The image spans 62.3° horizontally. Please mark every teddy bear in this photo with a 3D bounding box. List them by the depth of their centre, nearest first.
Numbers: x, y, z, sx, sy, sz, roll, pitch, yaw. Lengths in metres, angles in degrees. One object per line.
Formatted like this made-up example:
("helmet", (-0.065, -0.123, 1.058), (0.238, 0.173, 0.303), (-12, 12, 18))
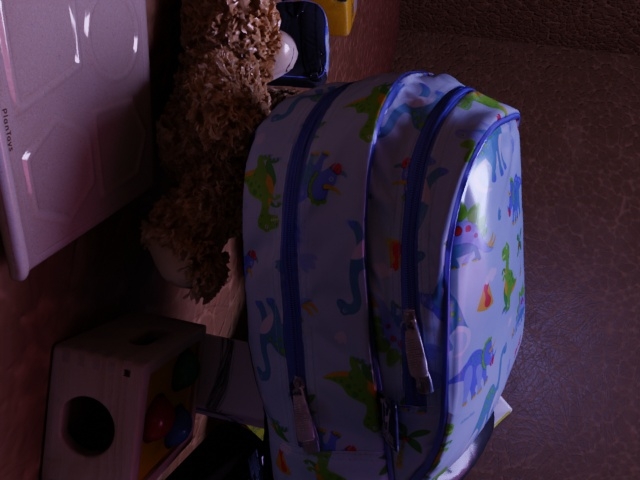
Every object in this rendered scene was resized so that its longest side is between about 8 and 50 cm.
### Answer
("teddy bear", (-0.092, -0.099, 0.528), (0.245, 0.113, 0.338), (97, 0, -67))

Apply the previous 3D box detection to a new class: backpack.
("backpack", (0.060, 0.037, 0.467), (0.290, 0.273, 0.355), (-21, 96, -51))
("backpack", (-0.038, -0.285, 0.781), (0.084, 0.105, 0.114), (30, 63, -88))

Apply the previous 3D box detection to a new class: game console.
("game console", (-0.106, 0.390, 0.545), (0.213, 0.044, 0.361), (-34, 119, -59))

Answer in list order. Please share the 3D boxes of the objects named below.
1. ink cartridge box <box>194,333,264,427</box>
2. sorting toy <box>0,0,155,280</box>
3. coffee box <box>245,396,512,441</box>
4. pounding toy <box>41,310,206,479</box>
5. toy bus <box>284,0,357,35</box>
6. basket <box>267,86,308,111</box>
("ink cartridge box", (-0.099, 0.167, 0.621), (0.139, 0.191, 0.082), (78, 25, -64))
("sorting toy", (-0.175, -0.101, 0.378), (0.208, 0.038, 0.193), (-72, 169, -63))
("coffee box", (0.076, 0.285, 0.964), (0.338, 0.334, 0.337), (-42, 165, -4))
("pounding toy", (-0.180, 0.188, 0.465), (0.181, 0.094, 0.206), (-28, 127, -78))
("toy bus", (0.000, -0.470, 0.785), (0.332, 0.108, 0.130), (87, 16, -55))
("basket", (-0.057, -0.099, 0.896), (0.213, 0.223, 0.299), (-14, 118, -43))
